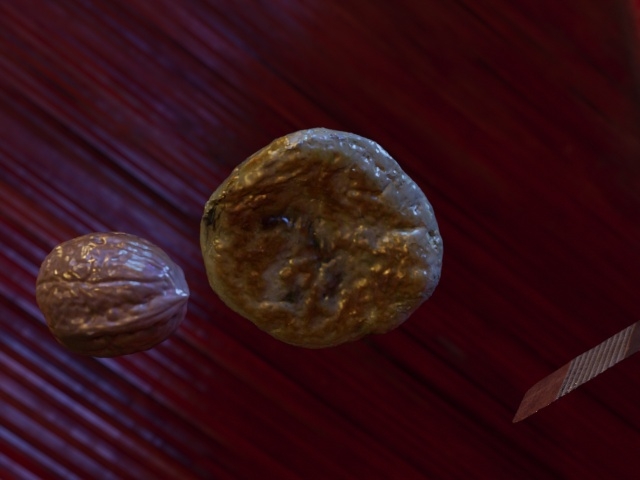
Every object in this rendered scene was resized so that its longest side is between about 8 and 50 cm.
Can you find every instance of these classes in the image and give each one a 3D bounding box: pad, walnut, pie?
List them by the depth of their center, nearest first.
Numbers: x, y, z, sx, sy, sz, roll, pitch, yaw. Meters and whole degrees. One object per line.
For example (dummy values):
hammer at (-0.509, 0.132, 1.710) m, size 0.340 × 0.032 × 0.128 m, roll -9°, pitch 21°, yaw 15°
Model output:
pie at (0.000, 0.000, 1.789) m, size 0.240 × 0.240 × 0.054 m, roll -47°, pitch 15°, yaw 17°
pad at (0.312, 0.075, 1.979) m, size 0.250 × 0.055 × 0.323 m, roll -34°, pitch 20°, yaw 17°
walnut at (-0.280, 0.073, 2.489) m, size 0.230 × 0.178 × 0.178 m, roll 0°, pitch 47°, yaw 26°
